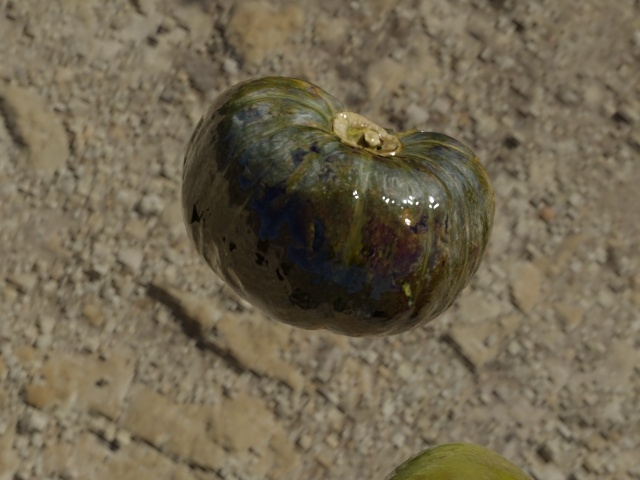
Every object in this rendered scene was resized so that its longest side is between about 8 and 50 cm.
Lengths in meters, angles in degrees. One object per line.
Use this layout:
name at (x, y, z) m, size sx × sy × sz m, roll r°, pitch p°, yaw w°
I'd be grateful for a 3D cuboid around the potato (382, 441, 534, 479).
potato at (0.091, 0.257, 0.975) m, size 0.210 × 0.173 × 0.307 m, roll 35°, pitch 28°, yaw -24°

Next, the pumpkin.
pumpkin at (0.000, 0.000, 1.551) m, size 0.325 × 0.242 × 0.232 m, roll 18°, pitch 37°, yaw 2°
